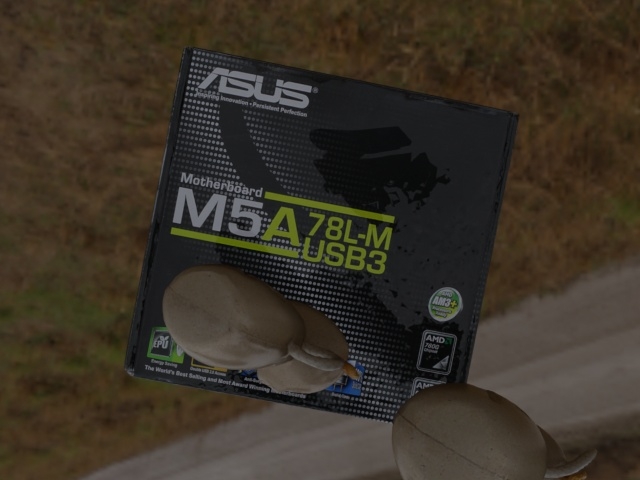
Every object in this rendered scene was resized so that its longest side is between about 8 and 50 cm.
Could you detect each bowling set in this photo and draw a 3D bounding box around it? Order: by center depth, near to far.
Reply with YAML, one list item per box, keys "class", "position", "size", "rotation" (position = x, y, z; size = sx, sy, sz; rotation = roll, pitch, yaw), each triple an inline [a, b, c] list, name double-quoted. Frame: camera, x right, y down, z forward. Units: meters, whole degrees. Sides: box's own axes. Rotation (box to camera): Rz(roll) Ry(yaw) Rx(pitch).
- class: "bowling set"
  position: [0.040, 0.144, 0.472]
  size: [0.287, 0.200, 0.154]
  rotation: [27, 178, 22]

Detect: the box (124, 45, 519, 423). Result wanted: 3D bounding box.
- class: "box"
  position: [0.000, 0.000, 0.679]
  size: [0.190, 0.184, 0.045]
  rotation: [12, -176, -4]
